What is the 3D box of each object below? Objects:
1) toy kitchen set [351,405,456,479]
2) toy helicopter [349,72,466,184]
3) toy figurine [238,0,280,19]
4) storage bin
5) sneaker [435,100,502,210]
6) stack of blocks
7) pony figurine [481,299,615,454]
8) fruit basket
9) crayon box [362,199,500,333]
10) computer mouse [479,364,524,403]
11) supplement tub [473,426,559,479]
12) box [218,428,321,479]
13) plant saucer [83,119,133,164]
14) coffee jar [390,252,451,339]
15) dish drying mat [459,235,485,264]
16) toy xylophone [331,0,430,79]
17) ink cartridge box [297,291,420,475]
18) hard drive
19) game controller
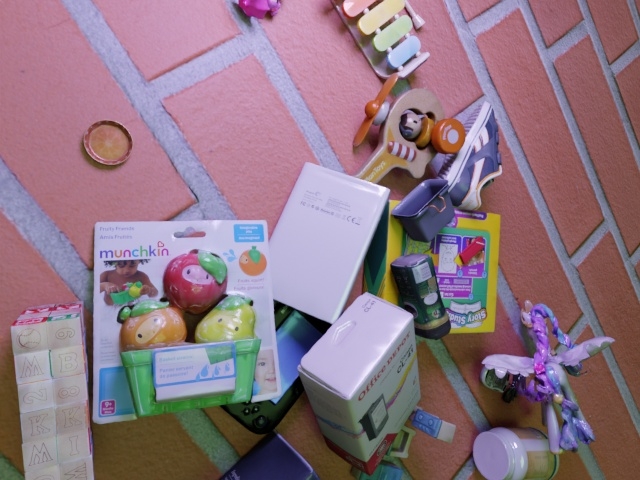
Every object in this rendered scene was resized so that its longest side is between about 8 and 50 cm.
[{"bbox_3d":[0.194,0.494,1.029,0.122,0.166,0.207,27,78,-25],"label":"toy kitchen set"},{"bbox_3d":[0.154,-0.220,1.035,0.355,0.140,0.235,-47,114,-9],"label":"toy helicopter"},{"bbox_3d":[-0.113,-0.545,0.924,0.173,0.130,0.159,9,100,-51],"label":"toy figurine"},{"bbox_3d":[0.244,-0.062,0.985,0.135,0.098,0.091,-43,116,-19],"label":"storage bin"},{"bbox_3d":[0.400,-0.214,1.140,0.127,0.126,0.321,31,69,-4],"label":"sneaker"},{"bbox_3d":[-0.422,0.260,0.709,0.087,0.171,0.298,-4,93,-27],"label":"stack of blocks"},{"bbox_3d":[0.612,0.356,1.174,0.351,0.302,0.364,-1,77,-68],"label":"pony figurine"},{"bbox_3d":[-0.240,0.130,0.807,0.326,0.165,0.354,-1,81,-19],"label":"fruit basket"},{"bbox_3d":[0.285,0.074,1.112,0.362,0.106,0.314,5,89,-26],"label":"crayon box"},{"bbox_3d":[0.514,0.398,1.267,0.192,0.042,0.106,31,81,-30],"label":"computer mouse"},{"bbox_3d":[0.541,0.597,1.220,0.199,0.144,0.145,13,84,-26],"label":"supplement tub"},{"bbox_3d":[-0.129,0.639,0.838,0.395,0.212,0.294,-38,105,-23],"label":"box"},{"bbox_3d":[-0.392,-0.181,0.814,0.083,0.013,0.084,0,89,-27],"label":"plant saucer"},{"bbox_3d":[0.223,0.124,0.969,0.079,0.096,0.185,-22,101,-21],"label":"coffee jar"},{"bbox_3d":[0.378,0.024,1.093,0.083,0.008,0.032,-37,108,-22],"label":"dish drying mat"},{"bbox_3d":[0.148,-0.557,1.056,0.323,0.081,0.236,45,71,-20],"label":"toy xylophone"},{"bbox_3d":[0.096,0.301,0.914,0.226,0.131,0.307,-43,138,-31],"label":"ink cartridge box"},{"bbox_3d":[0.000,0.000,0.939,0.202,0.040,0.308,20,78,14],"label":"hard drive"},{"bbox_3d":[-0.079,0.247,0.945,0.166,0.067,0.319,47,70,-19],"label":"game controller"}]
